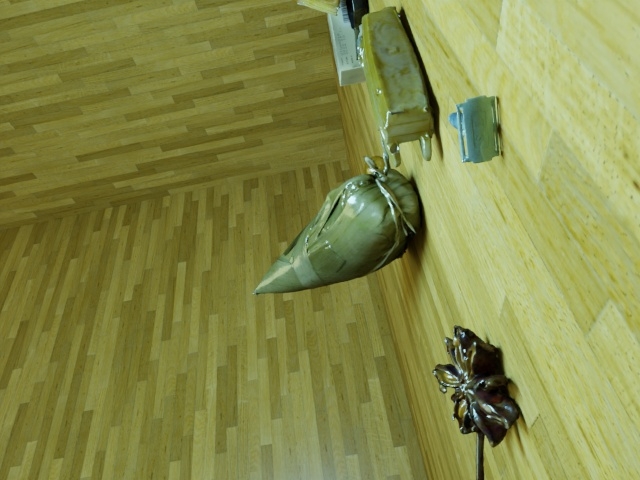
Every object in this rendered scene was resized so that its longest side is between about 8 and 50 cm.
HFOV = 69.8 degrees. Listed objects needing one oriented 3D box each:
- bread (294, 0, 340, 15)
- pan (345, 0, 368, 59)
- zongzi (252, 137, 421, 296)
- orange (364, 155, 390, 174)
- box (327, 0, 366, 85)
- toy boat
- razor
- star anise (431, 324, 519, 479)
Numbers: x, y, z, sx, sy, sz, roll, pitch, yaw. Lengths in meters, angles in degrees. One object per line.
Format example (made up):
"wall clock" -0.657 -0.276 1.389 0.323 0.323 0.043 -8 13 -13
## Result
"bread" -0.013 -0.683 1.096 0.288 0.156 0.203 156 120 -84
"pan" 0.098 -0.580 1.188 0.128 0.049 0.201 -93 -7 -64
"zongzi" 0.011 0.019 1.102 0.218 0.467 0.500 58 177 11
"orange" 0.168 -0.210 1.356 0.085 0.085 0.084 -11 -90 -88
"box" 0.082 -0.579 1.334 0.168 0.095 0.211 -86 -14 -86
"toy boat" 0.123 -0.263 0.783 0.115 0.090 0.309 68 -170 -63
"razor" 0.168 -0.135 0.534 0.135 0.040 0.068 -80 -20 -70
"star anise" 0.222 0.237 0.676 0.177 0.074 0.233 -113 25 -59
